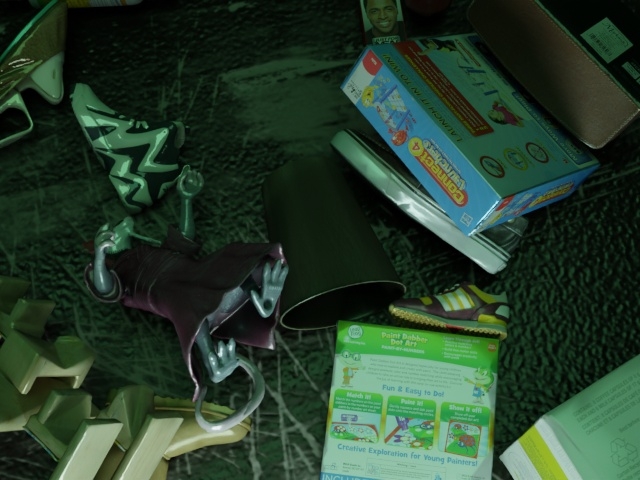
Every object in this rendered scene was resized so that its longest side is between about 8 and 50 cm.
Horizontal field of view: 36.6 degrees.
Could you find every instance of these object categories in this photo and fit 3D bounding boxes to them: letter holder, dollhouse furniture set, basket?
[{"bbox_3d":[0.370,-0.283,1.517,0.152,0.214,0.302,-36,80,-35],"label":"letter holder"},{"bbox_3d":[-0.461,0.235,1.245,0.362,0.394,0.257,35,100,26],"label":"dollhouse furniture set"},{"bbox_3d":[0.000,0.000,1.470,0.204,0.154,0.227,-7,64,-28],"label":"basket"}]

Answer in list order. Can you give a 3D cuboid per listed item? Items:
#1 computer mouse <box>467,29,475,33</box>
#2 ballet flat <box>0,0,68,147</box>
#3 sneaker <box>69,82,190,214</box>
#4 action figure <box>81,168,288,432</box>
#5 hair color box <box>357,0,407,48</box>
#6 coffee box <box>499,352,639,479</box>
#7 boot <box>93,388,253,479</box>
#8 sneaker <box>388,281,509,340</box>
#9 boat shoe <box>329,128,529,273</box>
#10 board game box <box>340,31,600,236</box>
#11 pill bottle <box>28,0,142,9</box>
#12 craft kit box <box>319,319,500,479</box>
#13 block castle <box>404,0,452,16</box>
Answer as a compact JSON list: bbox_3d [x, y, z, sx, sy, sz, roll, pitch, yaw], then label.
[{"bbox_3d":[0.345,-0.391,1.670,0.242,0.041,0.071,-32,75,-11],"label":"computer mouse"},{"bbox_3d":[-0.503,-0.239,1.580,0.124,0.116,0.342,43,75,-7],"label":"ballet flat"},{"bbox_3d":[-0.294,-0.174,1.559,0.153,0.094,0.235,-28,73,-12],"label":"sneaker"},{"bbox_3d":[-0.209,0.067,1.432,0.370,0.276,0.248,17,33,39],"label":"action figure"},{"bbox_3d":[0.107,-0.357,1.654,0.071,0.043,0.141,-7,70,-2],"label":"hair color box"},{"bbox_3d":[0.483,0.319,1.262,0.337,0.334,0.338,-29,71,-9],"label":"coffee box"},{"bbox_3d":[-0.231,0.361,1.376,0.236,0.089,0.270,4,69,15],"label":"boot"},{"bbox_3d":[0.197,0.102,1.484,0.185,0.069,0.084,11,62,-3],"label":"sneaker"},{"bbox_3d":[0.173,-0.087,1.513,0.335,0.121,0.119,36,92,1],"label":"boat shoe"},{"bbox_3d":[0.234,-0.175,1.477,0.302,0.086,0.308,-18,64,-46],"label":"board game box"},{"bbox_3d":[-0.370,-0.466,1.638,0.245,0.136,0.136,-3,70,-2],"label":"pill bottle"},{"bbox_3d":[0.132,0.254,1.431,0.249,0.061,0.247,7,73,2],"label":"craft kit box"},{"bbox_3d":[0.256,-0.623,1.667,0.302,0.213,0.454,-11,69,0],"label":"block castle"}]
